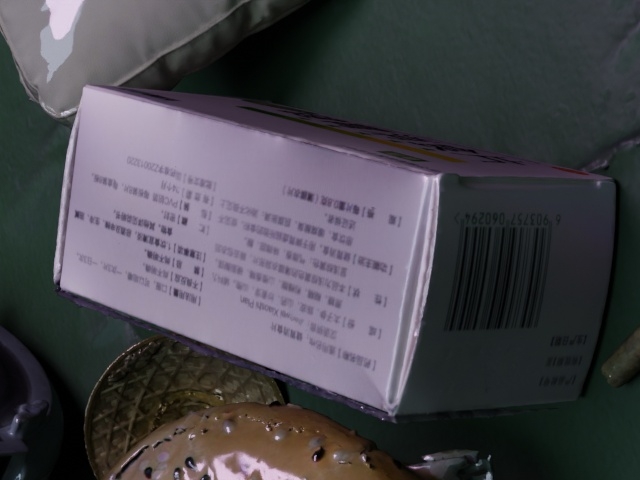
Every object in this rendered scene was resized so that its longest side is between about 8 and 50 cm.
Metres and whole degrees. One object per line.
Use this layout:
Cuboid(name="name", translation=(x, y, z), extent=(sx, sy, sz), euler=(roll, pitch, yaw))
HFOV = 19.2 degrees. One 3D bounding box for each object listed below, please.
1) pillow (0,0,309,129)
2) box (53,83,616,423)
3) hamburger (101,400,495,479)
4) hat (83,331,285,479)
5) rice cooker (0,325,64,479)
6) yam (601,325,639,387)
Cuboid(name="pillow", translation=(-0.143, -0.253, 1.309), extent=(0.255, 0.120, 0.322), euler=(-32, 68, 4))
Cuboid(name="box", translation=(-0.002, -0.001, 1.177), extent=(0.333, 0.173, 0.145), euler=(16, 100, 44))
Cuboid(name="hamburger", translation=(-0.022, 0.242, 1.145), extent=(0.318, 0.195, 0.277), euler=(-11, 72, 22))
Cuboid(name="hat", translation=(-0.091, 0.133, 1.352), extent=(0.146, 0.067, 0.146), euler=(0, 93, 4))
Cuboid(name="rice cooker", translation=(-0.349, 0.197, 1.465), extent=(0.316, 0.264, 0.317), euler=(0, 90, 42))
Cuboid(name="yam", translation=(0.201, 0.044, 1.079), extent=(0.116, 0.021, 0.021), euler=(-49, 58, 35))
